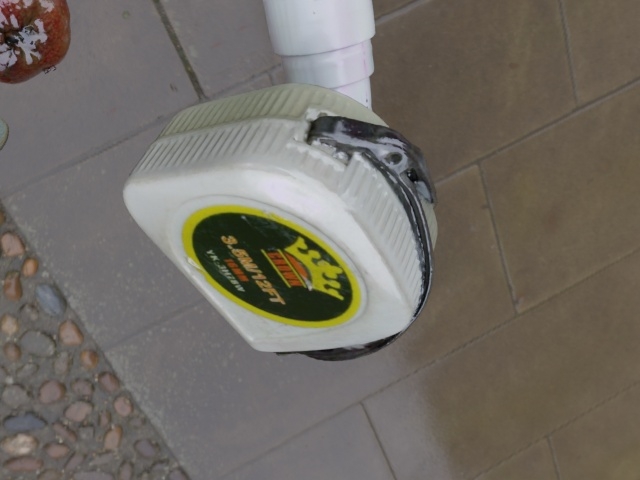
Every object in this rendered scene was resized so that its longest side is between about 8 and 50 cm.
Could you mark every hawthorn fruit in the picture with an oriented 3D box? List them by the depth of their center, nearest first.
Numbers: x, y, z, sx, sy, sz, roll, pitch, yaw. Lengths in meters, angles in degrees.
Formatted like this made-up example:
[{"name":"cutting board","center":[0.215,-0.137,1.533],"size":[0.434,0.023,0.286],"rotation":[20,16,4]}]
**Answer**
[{"name":"hawthorn fruit","center":[-0.764,-0.564,1.516],"size":[0.284,0.369,0.285],"rotation":[-19,152,-11]}]

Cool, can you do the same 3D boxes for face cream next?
[{"name":"face cream","center":[-0.011,-0.263,0.556],"size":[0.102,0.102,0.346],"rotation":[-17,118,-13]}]

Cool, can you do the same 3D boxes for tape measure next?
[{"name":"tape measure","center":[0.000,0.000,0.532],"size":[0.271,0.231,0.133],"rotation":[59,42,-36]}]

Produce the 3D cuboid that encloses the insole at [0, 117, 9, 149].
[{"name":"insole","center":[-0.346,-0.082,0.590],"size":[0.064,0.188,0.004],"rotation":[19,121,-16]}]
